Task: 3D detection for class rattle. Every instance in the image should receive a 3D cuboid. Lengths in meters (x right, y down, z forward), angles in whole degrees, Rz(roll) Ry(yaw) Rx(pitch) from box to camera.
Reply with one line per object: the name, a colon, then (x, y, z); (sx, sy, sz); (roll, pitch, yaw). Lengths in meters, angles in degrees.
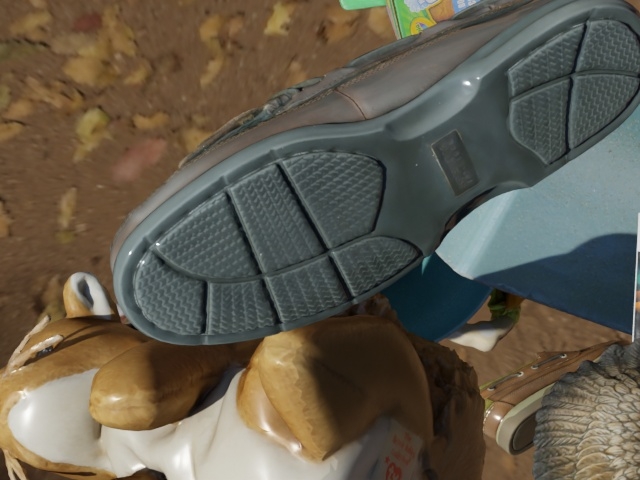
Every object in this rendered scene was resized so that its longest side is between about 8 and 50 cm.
rattle: (0.162, 0.036, 1.663); (0.199, 0.143, 0.130); (39, 71, 14)

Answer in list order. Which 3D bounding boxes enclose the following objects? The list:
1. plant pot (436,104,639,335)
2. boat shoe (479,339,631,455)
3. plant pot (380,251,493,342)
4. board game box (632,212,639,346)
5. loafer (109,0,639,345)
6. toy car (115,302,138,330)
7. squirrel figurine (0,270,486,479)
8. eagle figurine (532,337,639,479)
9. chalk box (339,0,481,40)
plant pot: (0.237, -0.092, 1.342); (0.248, 0.247, 0.252); (18, 108, -29)
boat shoe: (0.348, 0.203, 1.978); (0.307, 0.104, 0.111); (-19, 131, -35)
plant pot: (0.053, -0.029, 1.593); (0.290, 0.195, 0.290); (-4, 101, -20)
board game box: (0.405, 0.079, 1.076); (0.305, 0.053, 0.193); (2, 86, 20)
loafer: (0.023, -0.040, 0.621); (0.267, 0.084, 0.096); (-27, 124, -9)
toy car: (-0.227, 0.153, 1.914); (0.136, 0.182, 0.159); (-38, 68, -8)
squirrel figurine: (-0.075, 0.150, 1.143); (0.370, 0.397, 0.281); (9, 106, 36)
eagle figurine: (0.255, 0.172, 0.943); (0.226, 0.225, 0.298); (-6, 69, 17)
chalk box: (0.120, -0.295, 1.435); (0.213, 0.132, 0.132); (-17, 134, 3)
